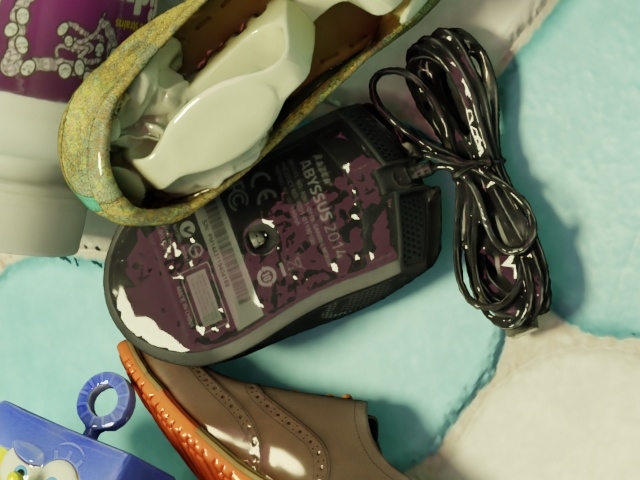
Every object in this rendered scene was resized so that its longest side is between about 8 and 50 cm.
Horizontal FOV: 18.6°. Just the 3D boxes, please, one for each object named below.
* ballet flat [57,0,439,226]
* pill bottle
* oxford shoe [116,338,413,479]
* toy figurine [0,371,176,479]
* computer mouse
[{"bbox_3d":[-0.007,-0.133,1.120,0.348,0.123,0.123,-41,71,4],"label":"ballet flat"},{"bbox_3d":[-0.187,-0.148,1.229,0.169,0.169,0.301,14,97,27],"label":"pill bottle"},{"bbox_3d":[-0.018,0.130,1.202,0.098,0.097,0.271,-44,61,-13],"label":"oxford shoe"},{"bbox_3d":[-0.176,0.181,1.233,0.363,0.191,0.217,19,87,33],"label":"toy figurine"},{"bbox_3d":[0.000,0.000,1.192,0.272,0.072,0.188,-19,79,14],"label":"computer mouse"}]
